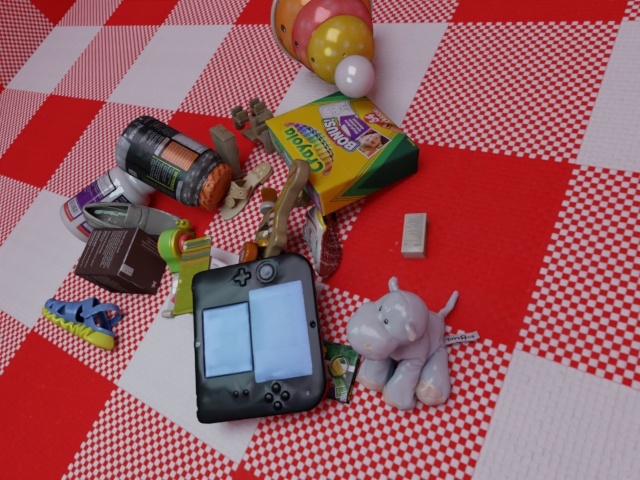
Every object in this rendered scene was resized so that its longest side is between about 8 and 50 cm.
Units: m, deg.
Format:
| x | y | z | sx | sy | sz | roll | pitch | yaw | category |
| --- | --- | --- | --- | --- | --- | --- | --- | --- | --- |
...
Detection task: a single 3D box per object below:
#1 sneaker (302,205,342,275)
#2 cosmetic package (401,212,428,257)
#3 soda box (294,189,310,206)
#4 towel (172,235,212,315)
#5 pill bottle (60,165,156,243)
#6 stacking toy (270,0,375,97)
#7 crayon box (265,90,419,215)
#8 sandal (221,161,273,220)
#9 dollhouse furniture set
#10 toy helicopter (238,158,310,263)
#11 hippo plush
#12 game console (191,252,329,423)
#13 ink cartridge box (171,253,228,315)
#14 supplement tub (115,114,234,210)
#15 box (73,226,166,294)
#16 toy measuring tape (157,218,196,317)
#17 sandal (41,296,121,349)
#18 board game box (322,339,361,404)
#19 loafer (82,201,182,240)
| x | y | z | sx | sy | sz | roll | pitch | yaw | category |
| --- | --- | --- | --- | --- | --- | --- | --- | --- | --- |
| 0.000 | 0.000 | 1.315 | 0.093 | 0.088 | 0.225 | -27 | 52 | 34 | sneaker |
| 0.249 | -0.012 | 1.219 | 0.060 | 0.041 | 0.115 | 0 | 63 | 24 | cosmetic package |
| -0.056 | -0.195 | 1.452 | 0.058 | 0.061 | 0.181 | 0 | 63 | 25 | soda box |
| -0.366 | 0.097 | 1.332 | 0.102 | 0.021 | 0.237 | -15 | 56 | 20 | towel |
| -0.746 | -0.142 | 1.668 | 0.323 | 0.181 | 0.181 | -35 | 54 | 2 | pill bottle |
| 0.052 | -0.608 | 1.437 | 0.351 | 0.350 | 0.479 | -26 | 50 | 10 | stacking toy |
| 0.055 | -0.280 | 1.369 | 0.313 | 0.106 | 0.363 | -25 | 53 | -13 | crayon box |
| -0.261 | -0.180 | 1.528 | 0.240 | 0.079 | 0.088 | -48 | 54 | -6 | sandal |
| -0.236 | -0.346 | 1.604 | 0.242 | 0.161 | 0.212 | -32 | 51 | -22 | dollhouse furniture set |
| -0.113 | -0.078 | 1.293 | 0.235 | 0.140 | 0.355 | -103 | 35 | -51 | toy helicopter |
| 0.187 | 0.222 | 0.993 | 0.294 | 0.236 | 0.234 | -25 | 55 | 10 | hippo plush |
| -0.161 | 0.237 | 1.159 | 0.342 | 0.060 | 0.386 | -10 | 70 | 9 | game console |
| -0.281 | 0.162 | 1.329 | 0.237 | 0.100 | 0.171 | 22 | 74 | 34 | ink cartridge box |
| -0.470 | -0.246 | 1.522 | 0.338 | 0.207 | 0.207 | 29 | 76 | 3 | supplement tub |
| -0.637 | 0.068 | 1.506 | 0.203 | 0.168 | 0.166 | -1 | 62 | 24 | box |
| -0.469 | 0.071 | 1.461 | 0.122 | 0.121 | 0.329 | -5 | 61 | 22 | toy measuring tape |
| -0.759 | 0.243 | 1.502 | 0.318 | 0.126 | 0.138 | 16 | 67 | 22 | sandal |
| -0.032 | 0.313 | 1.174 | 0.260 | 0.030 | 0.136 | 5 | 63 | 27 | board game box |
| -0.616 | -0.066 | 1.539 | 0.320 | 0.111 | 0.111 | 5 | 73 | -8 | loafer |
